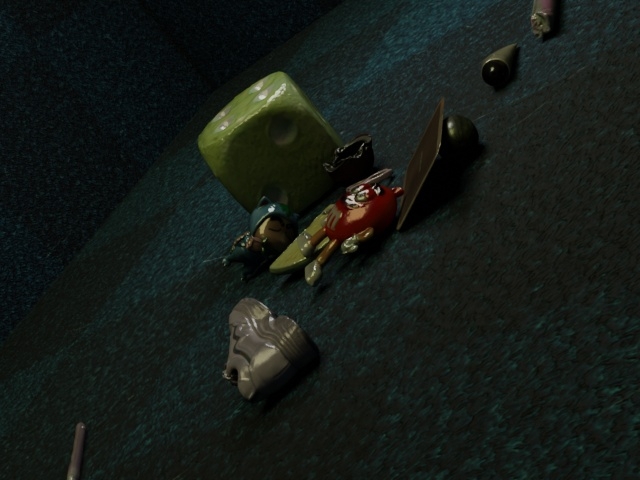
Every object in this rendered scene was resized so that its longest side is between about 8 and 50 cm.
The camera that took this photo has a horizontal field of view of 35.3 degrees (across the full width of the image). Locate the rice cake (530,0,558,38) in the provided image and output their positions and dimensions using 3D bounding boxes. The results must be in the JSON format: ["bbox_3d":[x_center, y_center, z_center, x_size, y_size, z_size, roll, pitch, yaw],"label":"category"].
[{"bbox_3d":[0.460,-0.482,2.057,0.049,0.055,0.270,-25,21,28],"label":"rice cake"}]

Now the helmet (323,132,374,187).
[{"bbox_3d":[0.068,-0.157,2.054,0.123,0.070,0.098,-43,23,-32],"label":"helmet"}]

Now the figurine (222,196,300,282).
[{"bbox_3d":[-0.114,0.011,1.996,0.178,0.114,0.144,-47,22,18],"label":"figurine"}]

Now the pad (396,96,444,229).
[{"bbox_3d":[0.176,-0.138,1.760,0.266,0.002,0.176,-74,8,-60],"label":"pad"}]

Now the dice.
[{"bbox_3d":[-0.099,-0.199,2.194,0.249,0.254,0.252,-38,19,8],"label":"dice"}]

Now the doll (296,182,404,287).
[{"bbox_3d":[0.052,-0.027,1.752,0.217,0.085,0.183,-36,28,11],"label":"doll"}]

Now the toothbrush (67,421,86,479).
[{"bbox_3d":[-0.439,0.412,1.810,0.029,0.024,0.354,-34,18,2],"label":"toothbrush"}]

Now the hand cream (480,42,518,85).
[{"bbox_3d":[0.349,-0.349,1.984,0.087,0.054,0.186,-28,14,22],"label":"hand cream"}]

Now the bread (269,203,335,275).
[{"bbox_3d":[0.000,0.002,1.877,0.193,0.036,0.112,-47,25,-25],"label":"bread"}]

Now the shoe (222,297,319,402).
[{"bbox_3d":[-0.104,0.174,1.580,0.137,0.095,0.245,-42,24,-14],"label":"shoe"}]

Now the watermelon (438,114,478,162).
[{"bbox_3d":[0.237,-0.179,1.755,0.078,0.078,0.111,-34,17,20],"label":"watermelon"}]

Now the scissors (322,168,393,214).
[{"bbox_3d":[0.061,-0.086,1.911,0.110,0.021,0.212,-23,11,38],"label":"scissors"}]
